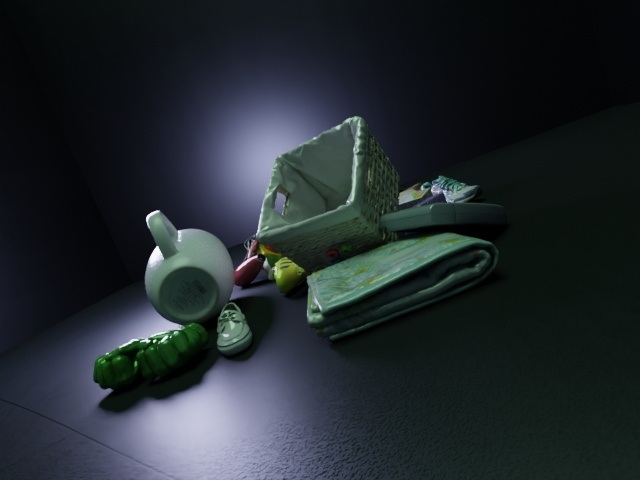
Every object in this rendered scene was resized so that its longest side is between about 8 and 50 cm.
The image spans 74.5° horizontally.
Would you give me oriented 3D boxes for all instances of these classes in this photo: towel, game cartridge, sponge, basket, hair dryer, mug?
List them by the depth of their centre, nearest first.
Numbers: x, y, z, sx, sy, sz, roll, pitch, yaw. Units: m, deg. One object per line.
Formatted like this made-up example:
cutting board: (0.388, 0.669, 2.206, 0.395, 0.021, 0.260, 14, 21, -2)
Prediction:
towel: (0.146, 0.071, 0.913, 0.374, 0.090, 0.320, -21, 9, 0)
game cartridge: (0.322, -0.055, 1.062, 0.297, 0.062, 0.198, -1, -9, -35)
sponge: (0.301, -0.050, 1.196, 0.210, 0.117, 0.031, -27, 9, -33)
basket: (0.041, -0.110, 1.215, 0.331, 0.266, 0.329, -18, 49, 34)
mug: (-0.428, 0.080, 1.313, 0.276, 0.375, 0.328, -28, 16, -10)
hair dryer: (-0.283, 0.071, 1.641, 0.080, 0.224, 0.293, 22, -4, -26)

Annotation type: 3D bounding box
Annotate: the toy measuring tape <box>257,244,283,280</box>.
toy measuring tape: (-0.187, 0.086, 1.671, 0.121, 0.122, 0.330, -23, 25, -13)

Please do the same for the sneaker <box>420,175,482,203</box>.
sneaker: (0.478, -0.186, 1.597, 0.110, 0.122, 0.283, -26, 10, -28)

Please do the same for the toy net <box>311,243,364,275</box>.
toy net: (0.039, 0.077, 1.158, 0.122, 0.045, 0.232, 21, -33, -33)

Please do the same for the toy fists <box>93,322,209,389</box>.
toy fists: (-0.406, 0.270, 0.990, 0.278, 0.096, 0.142, -18, 10, 15)

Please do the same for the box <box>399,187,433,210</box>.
box: (0.335, -0.103, 1.460, 0.103, 0.114, 0.203, -17, 8, 26)

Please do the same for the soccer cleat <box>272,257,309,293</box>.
soccer cleat: (-0.064, 0.085, 1.339, 0.121, 0.094, 0.289, -13, 11, 17)

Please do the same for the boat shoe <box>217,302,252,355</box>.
boat shoe: (-0.216, 0.204, 1.000, 0.083, 0.076, 0.226, -24, 9, -14)

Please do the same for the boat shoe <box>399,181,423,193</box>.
boat shoe: (0.358, -0.193, 1.964, 0.324, 0.117, 0.123, -14, 11, 39)

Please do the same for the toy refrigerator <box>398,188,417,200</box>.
toy refrigerator: (0.290, -0.125, 1.798, 0.269, 0.094, 0.102, -22, 15, 2)
